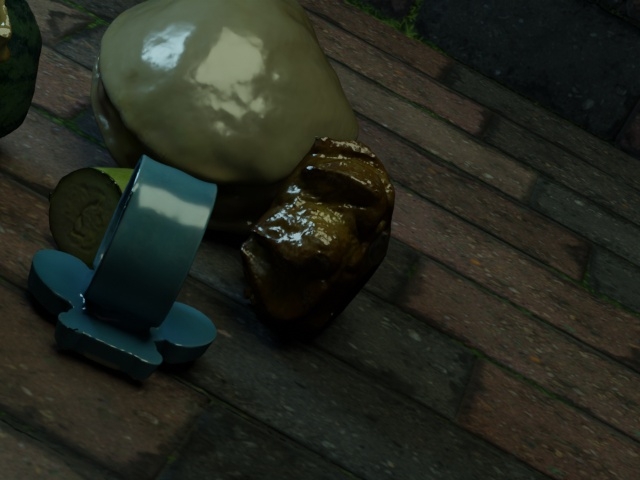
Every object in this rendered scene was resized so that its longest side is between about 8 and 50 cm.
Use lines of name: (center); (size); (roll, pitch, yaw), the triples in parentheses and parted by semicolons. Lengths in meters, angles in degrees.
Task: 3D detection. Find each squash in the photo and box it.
squash: (-0.206, -0.025, 2.006); (0.123, 0.123, 0.186); (40, 24, 30)

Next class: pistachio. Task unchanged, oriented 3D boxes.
pistachio: (-0.123, -0.185, 2.317); (0.365, 0.281, 0.445); (25, 36, -8)

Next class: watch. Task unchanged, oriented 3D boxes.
watch: (-0.182, 0.019, 1.813); (0.211, 0.193, 0.211); (23, 19, -8)

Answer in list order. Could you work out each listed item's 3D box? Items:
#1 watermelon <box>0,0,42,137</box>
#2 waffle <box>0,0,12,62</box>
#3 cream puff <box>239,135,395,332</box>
watermelon: (-0.470, -0.263, 2.064); (0.283, 0.250, 0.292); (13, 27, -49)
waffle: (-0.511, -0.285, 1.788); (0.376, 0.114, 0.261); (6, 50, -27)
cream puff: (0.000, 0.000, 2.092); (0.155, 0.241, 0.269); (34, -10, 0)
